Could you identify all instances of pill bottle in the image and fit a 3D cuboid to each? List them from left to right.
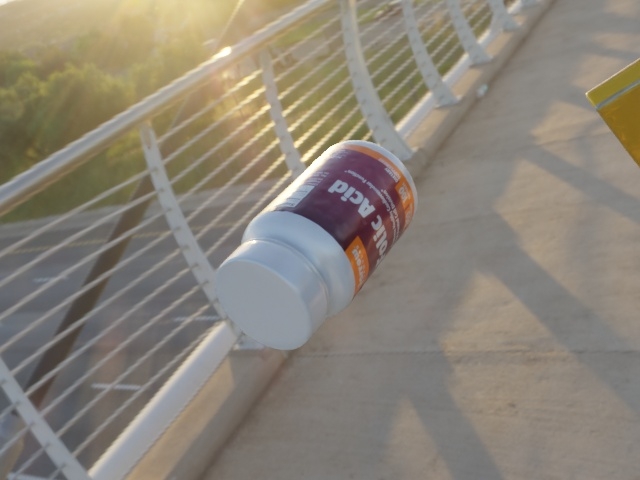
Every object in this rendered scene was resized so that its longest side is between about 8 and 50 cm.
[{"bbox_3d":[0.000,0.000,1.260,0.224,0.224,0.392,-3,31,37],"label":"pill bottle"}]

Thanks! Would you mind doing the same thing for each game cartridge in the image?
[{"bbox_3d":[0.621,-0.259,1.124,0.324,0.285,0.052,-35,55,23],"label":"game cartridge"}]
